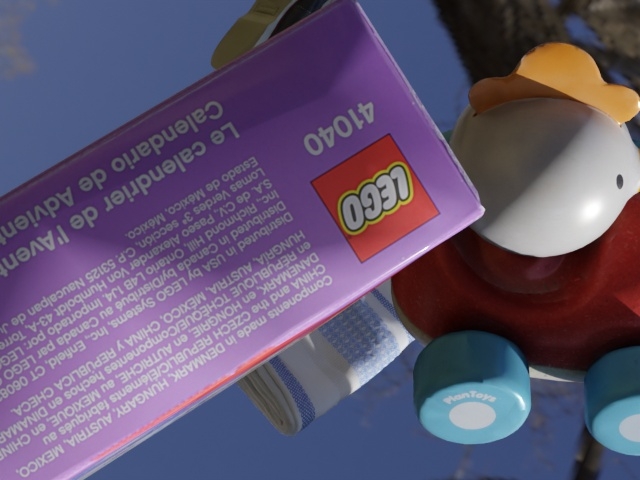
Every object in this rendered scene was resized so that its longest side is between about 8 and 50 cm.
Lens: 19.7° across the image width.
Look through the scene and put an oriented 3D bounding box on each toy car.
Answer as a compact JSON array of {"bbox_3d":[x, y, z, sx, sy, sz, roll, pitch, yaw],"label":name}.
[{"bbox_3d":[0.154,-0.025,1.136,0.238,0.210,0.219,94,1,-49],"label":"toy car"}]

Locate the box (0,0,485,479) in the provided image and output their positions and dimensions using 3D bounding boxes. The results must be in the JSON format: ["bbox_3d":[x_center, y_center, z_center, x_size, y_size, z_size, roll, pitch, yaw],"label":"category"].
[{"bbox_3d":[-0.115,0.060,0.433,0.293,0.057,0.201,-32,178,-12],"label":"box"}]

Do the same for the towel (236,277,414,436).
[{"bbox_3d":[0.000,0.000,1.387,0.285,0.209,0.034,-35,174,-41],"label":"towel"}]

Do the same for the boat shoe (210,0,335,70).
[{"bbox_3d":[-0.017,-0.149,1.215,0.049,0.043,0.137,23,-110,48],"label":"boat shoe"}]
